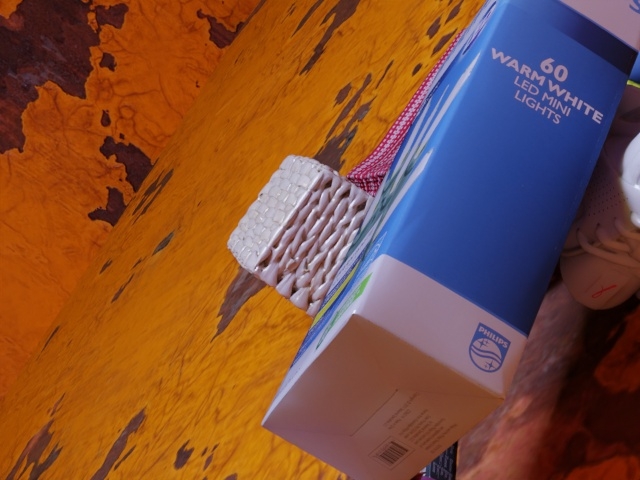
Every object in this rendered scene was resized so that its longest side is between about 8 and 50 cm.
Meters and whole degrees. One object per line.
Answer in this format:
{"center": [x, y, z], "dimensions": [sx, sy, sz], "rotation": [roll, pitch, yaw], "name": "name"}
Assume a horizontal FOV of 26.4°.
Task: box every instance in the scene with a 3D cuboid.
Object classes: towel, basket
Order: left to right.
{"center": [0.000, 0.000, 1.110], "dimensions": [0.113, 0.103, 0.167], "rotation": [-54, 15, 0], "name": "basket"}
{"center": [0.106, -0.121, 1.165], "dimensions": [0.199, 0.031, 0.275], "rotation": [-54, 8, -4], "name": "towel"}

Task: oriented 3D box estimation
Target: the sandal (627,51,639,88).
{"center": [0.186, -0.162, 0.801], "dimensions": [0.126, 0.138, 0.317], "rotation": [-41, 16, -6], "name": "sandal"}

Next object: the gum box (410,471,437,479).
{"center": [0.006, 0.205, 0.675], "dimensions": [0.107, 0.062, 0.188], "rotation": [-29, 27, 59], "name": "gum box"}

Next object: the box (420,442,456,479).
{"center": [0.051, 0.134, 0.794], "dimensions": [0.067, 0.018, 0.083], "rotation": [-46, 16, 27], "name": "box"}

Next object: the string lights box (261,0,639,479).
{"center": [0.073, -0.017, 0.672], "dimensions": [0.259, 0.077, 0.133], "rotation": [-63, 5, -35], "name": "string lights box"}

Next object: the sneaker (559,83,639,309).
{"center": [0.168, -0.012, 0.661], "dimensions": [0.115, 0.090, 0.232], "rotation": [-60, 5, 2], "name": "sneaker"}
